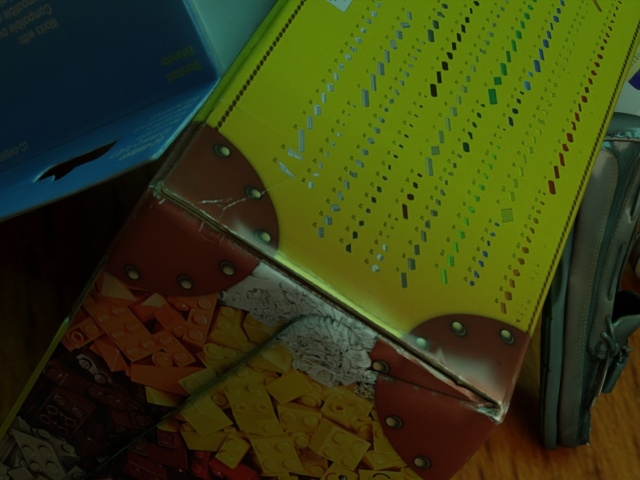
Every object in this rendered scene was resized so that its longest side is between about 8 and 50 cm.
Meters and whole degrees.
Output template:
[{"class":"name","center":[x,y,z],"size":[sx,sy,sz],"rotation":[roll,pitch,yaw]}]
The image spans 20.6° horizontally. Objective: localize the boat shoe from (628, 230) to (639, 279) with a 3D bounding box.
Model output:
[{"class":"boat shoe","center":[0.338,-0.011,1.526],"size":[0.257,0.095,0.095],"rotation":[-6,41,-45]}]

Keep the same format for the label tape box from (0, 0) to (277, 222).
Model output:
[{"class":"label tape box","center":[-0.121,-0.173,1.098],"size":[0.115,0.249,0.347],"rotation":[48,53,-21]}]

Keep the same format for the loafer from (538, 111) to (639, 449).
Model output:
[{"class":"loafer","center":[0.199,0.035,1.242],"size":[0.084,0.267,0.096],"rotation":[2,28,7]}]

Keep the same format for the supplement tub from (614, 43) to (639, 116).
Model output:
[{"class":"supplement tub","center":[0.183,-0.210,1.486],"size":[0.331,0.241,0.241],"rotation":[42,41,8]}]

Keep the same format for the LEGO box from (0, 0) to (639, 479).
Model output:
[{"class":"LEGO box","center":[0.000,0.000,1.060],"size":[0.193,0.372,0.500],"rotation":[32,41,-3]}]
